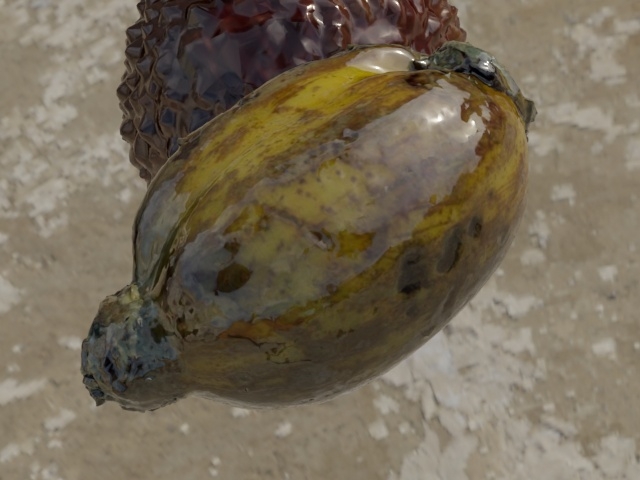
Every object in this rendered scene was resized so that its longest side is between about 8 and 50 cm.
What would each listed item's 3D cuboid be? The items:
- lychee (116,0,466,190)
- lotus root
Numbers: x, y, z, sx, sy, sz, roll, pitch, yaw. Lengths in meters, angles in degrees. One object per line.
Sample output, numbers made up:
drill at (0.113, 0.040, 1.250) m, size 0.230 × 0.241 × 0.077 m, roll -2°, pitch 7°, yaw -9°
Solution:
lychee at (-0.006, -0.090, 0.932) m, size 0.264 × 0.264 × 0.300 m, roll -43°, pitch 53°, yaw -17°
lotus root at (0.000, 0.000, 0.511) m, size 0.209 × 0.120 × 0.120 m, roll -37°, pitch 51°, yaw -13°
